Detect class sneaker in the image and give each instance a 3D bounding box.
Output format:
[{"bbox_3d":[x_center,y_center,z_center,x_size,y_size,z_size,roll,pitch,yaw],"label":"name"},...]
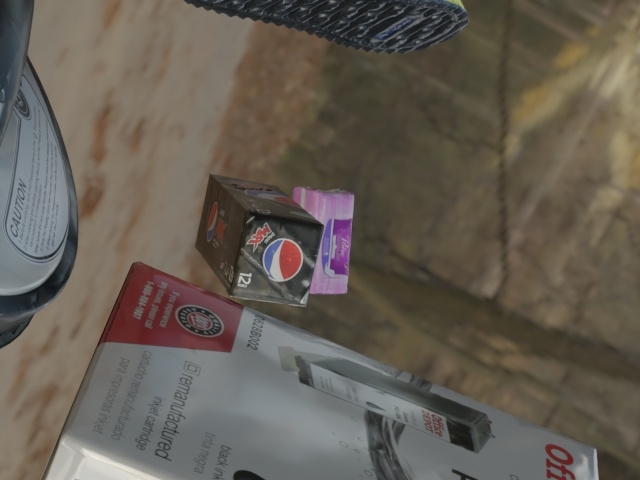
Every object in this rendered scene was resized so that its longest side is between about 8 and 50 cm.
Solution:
[{"bbox_3d":[-0.012,-0.145,0.858,0.069,0.082,0.209,-22,160,37],"label":"sneaker"}]

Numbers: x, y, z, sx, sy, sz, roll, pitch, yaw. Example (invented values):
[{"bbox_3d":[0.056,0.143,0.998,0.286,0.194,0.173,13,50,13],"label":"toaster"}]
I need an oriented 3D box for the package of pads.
[{"bbox_3d":[0.000,0.000,1.487,0.050,0.032,0.083,2,93,-49],"label":"package of pads"}]

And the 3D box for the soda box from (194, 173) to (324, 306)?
[{"bbox_3d":[-0.044,-0.003,1.297,0.169,0.053,0.060,-138,-120,-74],"label":"soda box"}]

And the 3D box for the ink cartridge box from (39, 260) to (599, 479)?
[{"bbox_3d":[0.000,0.070,0.468,0.099,0.135,0.056,-79,-168,-66],"label":"ink cartridge box"}]

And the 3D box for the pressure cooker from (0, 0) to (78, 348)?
[{"bbox_3d":[-0.346,-0.048,1.134,0.420,0.370,0.375,-29,169,17],"label":"pressure cooker"}]
